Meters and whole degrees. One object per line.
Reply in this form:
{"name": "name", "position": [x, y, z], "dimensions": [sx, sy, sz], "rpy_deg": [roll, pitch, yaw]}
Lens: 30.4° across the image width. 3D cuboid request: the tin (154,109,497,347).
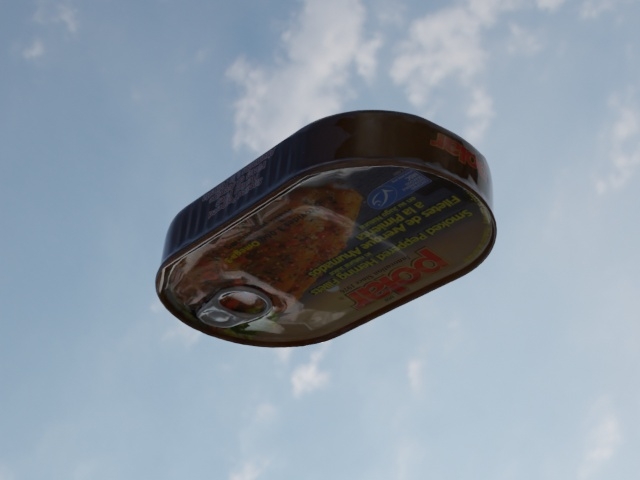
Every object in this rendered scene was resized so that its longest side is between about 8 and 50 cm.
{"name": "tin", "position": [0.000, 0.000, 0.560], "dimensions": [0.106, 0.189, 0.040], "rpy_deg": [32, -131, -29]}
